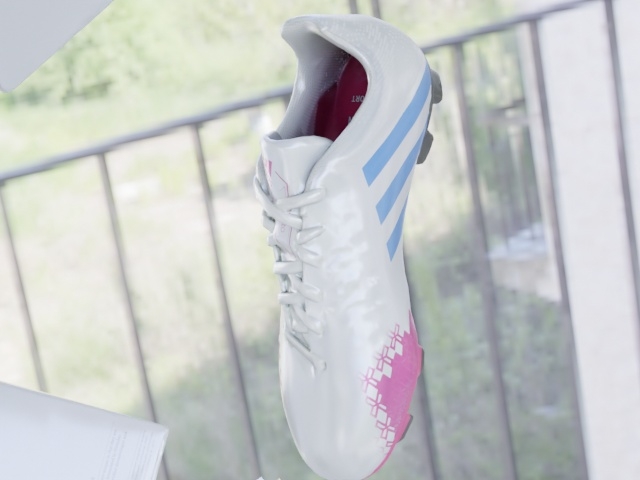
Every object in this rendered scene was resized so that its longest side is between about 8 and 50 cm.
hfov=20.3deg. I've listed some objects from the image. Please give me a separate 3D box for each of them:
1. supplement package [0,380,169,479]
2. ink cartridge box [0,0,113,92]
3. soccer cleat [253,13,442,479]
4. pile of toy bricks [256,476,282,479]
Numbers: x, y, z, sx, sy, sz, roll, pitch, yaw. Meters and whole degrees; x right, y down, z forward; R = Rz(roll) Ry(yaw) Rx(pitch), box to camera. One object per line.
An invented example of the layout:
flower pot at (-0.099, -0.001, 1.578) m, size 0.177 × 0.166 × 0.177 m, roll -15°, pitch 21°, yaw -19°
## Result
supplement package at (-0.227, 0.183, 1.497) m, size 0.179 × 0.105 × 0.105 m, roll 16°, pitch -8°, yaw -6°
ink cartridge box at (-0.204, -0.255, 1.125) m, size 0.197 × 0.114 × 0.273 m, roll -40°, pitch 49°, yaw 5°
soccer cleat at (0.000, 0.000, 1.250) m, size 0.116 × 0.331 × 0.143 m, roll -3°, pitch -12°, yaw 40°
pile of toy bricks at (-0.072, 0.235, 0.950) m, size 0.212 × 0.118 × 0.105 m, roll -38°, pitch 16°, yaw -5°
